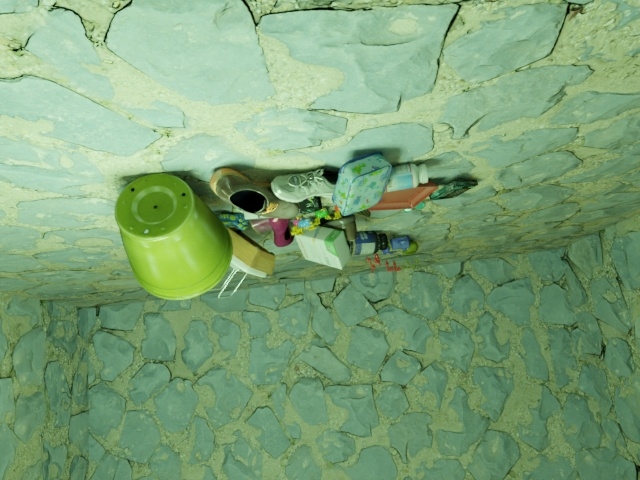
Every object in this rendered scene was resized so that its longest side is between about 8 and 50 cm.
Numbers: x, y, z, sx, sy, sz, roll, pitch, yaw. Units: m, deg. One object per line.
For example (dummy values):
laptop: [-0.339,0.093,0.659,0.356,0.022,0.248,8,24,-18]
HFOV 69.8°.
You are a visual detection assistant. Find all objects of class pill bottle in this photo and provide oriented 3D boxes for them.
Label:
pill bottle: [0.244,0.013,2.460,0.220,0.122,0.123,-4,166,-15]
pill bottle: [0.291,-0.222,1.608,0.160,0.087,0.087,-8,166,7]

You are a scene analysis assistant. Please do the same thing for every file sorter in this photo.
file sorter: [-0.484,0.117,2.058,0.278,0.173,0.193,34,-179,10]

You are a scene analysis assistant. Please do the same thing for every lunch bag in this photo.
lunch bag: [0.138,-0.186,1.518,0.176,0.090,0.218,-22,153,-20]

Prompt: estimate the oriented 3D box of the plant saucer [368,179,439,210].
plant saucer: [0.304,-0.184,1.852,0.259,0.047,0.259,-4,165,-14]

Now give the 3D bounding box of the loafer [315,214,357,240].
loafer: [0.043,-0.024,2.078,0.134,0.130,0.366,-18,-178,-26]

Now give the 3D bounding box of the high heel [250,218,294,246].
high heel: [-0.143,-0.060,1.984,0.182,0.127,0.377,-18,168,15]

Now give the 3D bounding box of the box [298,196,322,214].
box: [-0.044,-0.144,1.800,0.083,0.062,0.052,-14,166,27]

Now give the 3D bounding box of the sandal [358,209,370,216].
sandal: [0.143,-0.161,1.795,0.090,0.060,0.219,27,172,44]

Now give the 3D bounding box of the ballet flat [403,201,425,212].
ballet flat: [0.426,-0.156,2.067,0.114,0.041,0.041,-18,162,38]

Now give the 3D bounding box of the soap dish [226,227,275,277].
soap dish: [-0.346,0.035,1.996,0.291,0.118,0.229,34,180,22]

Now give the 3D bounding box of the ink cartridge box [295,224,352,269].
ink cartridge box: [0.012,0.022,1.988,0.213,0.093,0.154,12,138,36]

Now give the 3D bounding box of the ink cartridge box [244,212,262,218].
ink cartridge box: [-0.203,-0.117,1.750,0.151,0.063,0.109,-5,-179,21]

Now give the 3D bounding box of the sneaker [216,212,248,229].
sneaker: [-0.374,-0.084,1.902,0.078,0.066,0.188,9,-179,39]

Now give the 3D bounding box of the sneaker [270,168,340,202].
sneaker: [-0.031,-0.205,1.543,0.282,0.105,0.115,-9,154,-26]

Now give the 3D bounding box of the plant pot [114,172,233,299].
plant pot: [-0.500,-0.034,1.524,0.367,0.366,0.353,-6,154,-5]

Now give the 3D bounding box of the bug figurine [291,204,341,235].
bug figurine: [-0.011,-0.097,1.890,0.279,0.072,0.216,-25,-172,-30]

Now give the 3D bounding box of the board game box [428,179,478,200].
board game box: [0.536,-0.203,1.842,0.186,0.026,0.126,-10,165,-45]

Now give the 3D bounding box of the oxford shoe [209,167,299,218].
oxford shoe: [-0.195,-0.122,1.532,0.364,0.132,0.129,15,116,-45]

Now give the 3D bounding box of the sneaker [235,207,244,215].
sneaker: [-0.306,-0.117,1.822,0.098,0.038,0.069,7,160,-43]

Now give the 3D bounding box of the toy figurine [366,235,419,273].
toy figurine: [0.464,0.058,2.652,0.363,0.191,0.217,-3,161,-20]
